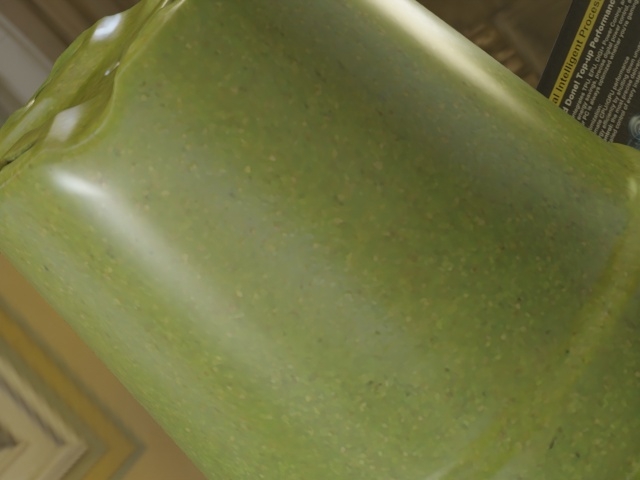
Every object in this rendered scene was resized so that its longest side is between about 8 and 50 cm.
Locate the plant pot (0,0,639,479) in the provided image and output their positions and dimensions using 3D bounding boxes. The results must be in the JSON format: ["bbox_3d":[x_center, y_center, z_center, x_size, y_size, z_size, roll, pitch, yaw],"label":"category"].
[{"bbox_3d":[0.000,0.000,0.731,0.254,0.276,0.276,42,-125,-16],"label":"plant pot"}]

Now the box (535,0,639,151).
[{"bbox_3d":[0.247,-0.012,0.883,0.097,0.318,0.395,-1,-62,-51],"label":"box"}]
